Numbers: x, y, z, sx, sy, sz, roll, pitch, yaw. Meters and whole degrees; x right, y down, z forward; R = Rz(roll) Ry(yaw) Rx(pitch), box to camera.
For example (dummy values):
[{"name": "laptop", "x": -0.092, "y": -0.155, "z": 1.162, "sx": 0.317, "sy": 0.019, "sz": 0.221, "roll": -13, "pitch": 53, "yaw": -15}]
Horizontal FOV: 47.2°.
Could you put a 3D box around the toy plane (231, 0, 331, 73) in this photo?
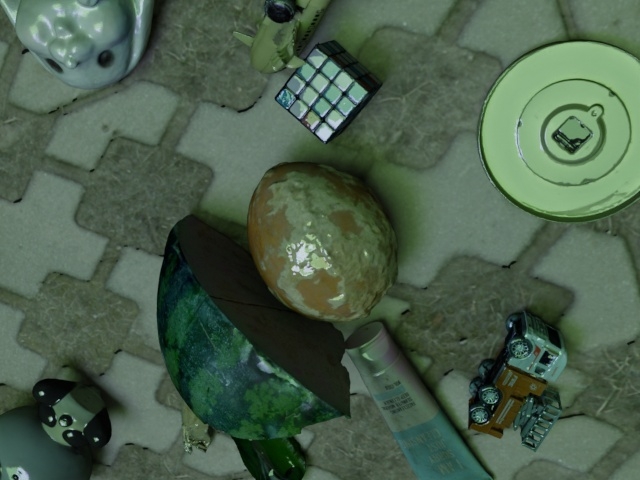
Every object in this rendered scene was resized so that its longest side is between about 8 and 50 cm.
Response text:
[{"name": "toy plane", "x": -0.035, "y": -0.284, "z": 0.916, "sx": 0.092, "sy": 0.228, "sz": 0.244, "roll": 27, "pitch": 148, "yaw": -24}]

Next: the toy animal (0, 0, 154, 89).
[{"name": "toy animal", "x": -0.339, "y": -0.355, "z": 0.971, "sx": 0.249, "sy": 0.174, "sz": 0.289, "roll": 20, "pitch": 112, "yaw": -4}]

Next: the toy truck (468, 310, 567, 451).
[{"name": "toy truck", "x": 0.285, "y": 0.196, "z": 1.023, "sx": 0.115, "sy": 0.080, "sz": 0.177, "roll": 23, "pitch": 114, "yaw": 2}]

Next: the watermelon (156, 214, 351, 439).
[{"name": "watermelon", "x": -0.135, "y": 0.158, "z": 1.035, "sx": 0.319, "sy": 0.292, "sz": 0.222, "roll": 34, "pitch": 110, "yaw": -7}]

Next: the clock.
[{"name": "clock", "x": 0.317, "y": -0.134, "z": 0.926, "sx": 0.235, "sy": 0.029, "sz": 0.234, "roll": 5, "pitch": 109, "yaw": 15}]

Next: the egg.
[{"name": "egg", "x": 0.000, "y": 0.000, "z": 0.979, "sx": 0.233, "sy": 0.195, "sz": 0.195, "roll": 47, "pitch": 114, "yaw": -1}]

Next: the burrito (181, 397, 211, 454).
[{"name": "burrito", "x": -0.205, "y": 0.273, "z": 1.212, "sx": 0.058, "sy": 0.045, "sz": 0.188, "roll": 8, "pitch": 110, "yaw": 14}]

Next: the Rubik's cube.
[{"name": "Rubik's cube", "x": 0.012, "y": -0.196, "z": 0.960, "sx": 0.092, "sy": 0.092, "sz": 0.092, "roll": 41, "pitch": 114, "yaw": 0}]

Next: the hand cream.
[{"name": "hand cream", "x": 0.138, "y": 0.269, "z": 1.100, "sx": 0.111, "sy": 0.070, "sz": 0.312, "roll": -28, "pitch": 102, "yaw": 20}]

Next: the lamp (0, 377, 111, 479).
[{"name": "lamp", "x": -0.468, "y": 0.354, "z": 1.251, "sx": 0.198, "sy": 0.198, "sz": 0.244, "roll": 41, "pitch": 106, "yaw": 0}]

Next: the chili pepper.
[{"name": "chili pepper", "x": -0.111, "y": 0.326, "z": 1.195, "sx": 0.108, "sy": 0.062, "sz": 0.216, "roll": -32, "pitch": 95, "yaw": 23}]
